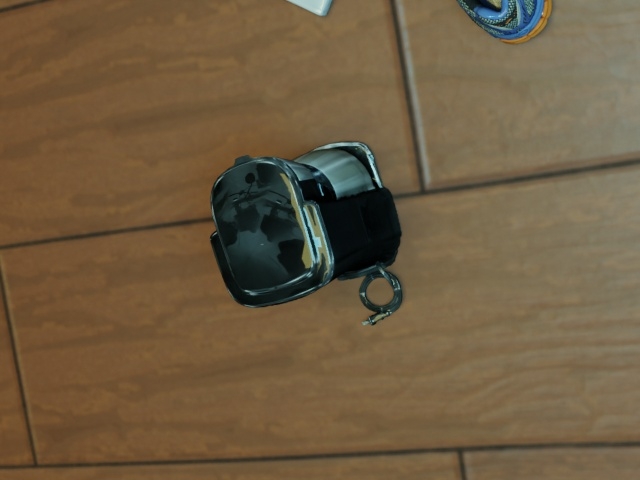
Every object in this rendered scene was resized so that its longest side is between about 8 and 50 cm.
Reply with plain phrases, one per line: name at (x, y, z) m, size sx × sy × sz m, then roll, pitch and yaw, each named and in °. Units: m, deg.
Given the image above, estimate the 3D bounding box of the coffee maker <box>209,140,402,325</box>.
coffee maker at (0.000, 0.000, 0.966) m, size 0.120 × 0.178 × 0.171 m, roll -43°, pitch 82°, yaw 24°

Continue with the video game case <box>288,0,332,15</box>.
video game case at (-0.037, -0.303, 1.015) m, size 0.157 × 0.019 × 0.143 m, roll 28°, pitch 109°, yaw 16°

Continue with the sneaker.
sneaker at (0.115, -0.264, 0.920) m, size 0.083 × 0.087 × 0.221 m, roll -39°, pitch 84°, yaw 23°
